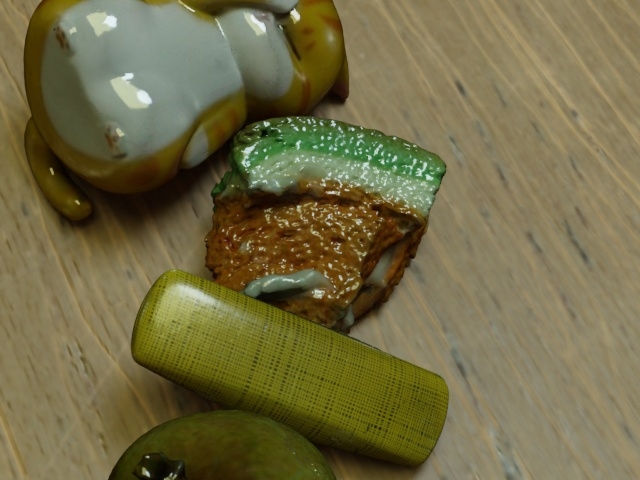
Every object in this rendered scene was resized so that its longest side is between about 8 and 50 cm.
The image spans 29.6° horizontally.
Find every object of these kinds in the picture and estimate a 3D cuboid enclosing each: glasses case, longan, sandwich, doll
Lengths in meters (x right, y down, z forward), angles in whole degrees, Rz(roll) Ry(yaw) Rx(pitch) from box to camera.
[{"bbox_3d":[-0.019,0.093,0.837,0.234,0.064,0.079,23,83,-18],"label":"glasses case"},{"bbox_3d":[-0.065,0.174,0.764,0.155,0.176,0.145,-22,55,11],"label":"longan"},{"bbox_3d":[0.009,-0.001,0.901,0.185,0.109,0.160,2,67,-14],"label":"sandwich"},{"bbox_3d":[-0.098,-0.138,0.936,0.270,0.162,0.166,-24,99,-21],"label":"doll"}]
